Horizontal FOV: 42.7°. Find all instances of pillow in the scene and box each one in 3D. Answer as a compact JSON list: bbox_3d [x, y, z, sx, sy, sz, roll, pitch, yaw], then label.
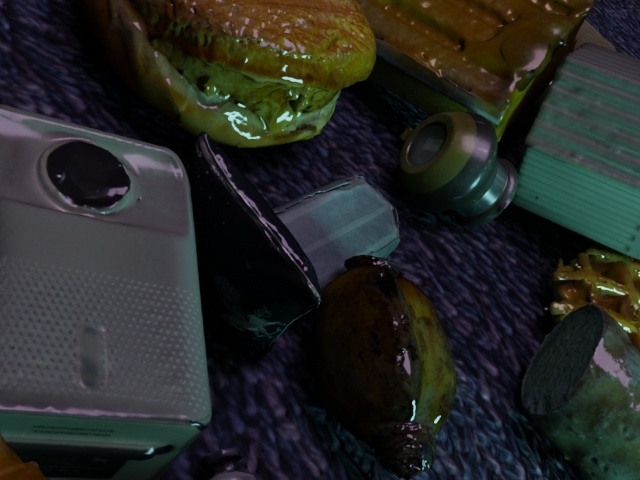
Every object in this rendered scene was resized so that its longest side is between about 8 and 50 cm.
[{"bbox_3d":[-0.065,0.020,0.619,0.055,0.208,0.141,-34,81,-24],"label":"pillow"}]

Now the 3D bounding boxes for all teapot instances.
[{"bbox_3d":[0.155,-0.090,0.979,0.119,0.130,0.166,34,8,-32],"label":"teapot"}]

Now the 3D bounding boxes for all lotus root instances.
[{"bbox_3d":[0.054,0.106,0.702,0.120,0.120,0.210,15,48,-30],"label":"lotus root"}]

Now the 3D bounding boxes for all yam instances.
[{"bbox_3d":[0.330,0.229,0.811,0.330,0.133,0.133,52,39,4],"label":"yam"}]

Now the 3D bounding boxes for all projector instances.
[{"bbox_3d":[-0.174,0.047,0.513,0.163,0.177,0.243,15,45,-30],"label":"projector"}]

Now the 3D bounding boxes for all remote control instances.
[{"bbox_3d":[0.000,0.000,0.806,0.104,0.052,0.247,52,38,6],"label":"remote control"}]

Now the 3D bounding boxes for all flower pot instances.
[{"bbox_3d":[0.376,-0.119,1.049,0.189,0.239,0.209,28,3,20],"label":"flower pot"}]

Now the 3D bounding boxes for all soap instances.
[{"bbox_3d":[0.173,-0.276,1.065,0.281,0.143,0.259,35,61,13],"label":"soap"}]

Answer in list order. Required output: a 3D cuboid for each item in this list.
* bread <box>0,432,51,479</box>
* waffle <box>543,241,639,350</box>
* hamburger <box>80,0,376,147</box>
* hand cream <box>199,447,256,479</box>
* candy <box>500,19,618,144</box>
[{"bbox_3d":[-0.192,0.230,0.300,0.279,0.207,0.279,40,37,-1],"label":"bread"},{"bbox_3d":[0.443,0.154,1.008,0.379,0.095,0.382,-21,67,-46],"label":"waffle"},{"bbox_3d":[-0.099,-0.236,0.849,0.289,0.170,0.314,-10,59,-48],"label":"hamburger"},{"bbox_3d":[-0.046,0.237,0.549,0.067,0.042,0.195,5,55,-39],"label":"hand cream"},{"bbox_3d":[0.354,-0.260,1.285,0.320,0.135,0.179,-10,59,-45],"label":"candy"}]
